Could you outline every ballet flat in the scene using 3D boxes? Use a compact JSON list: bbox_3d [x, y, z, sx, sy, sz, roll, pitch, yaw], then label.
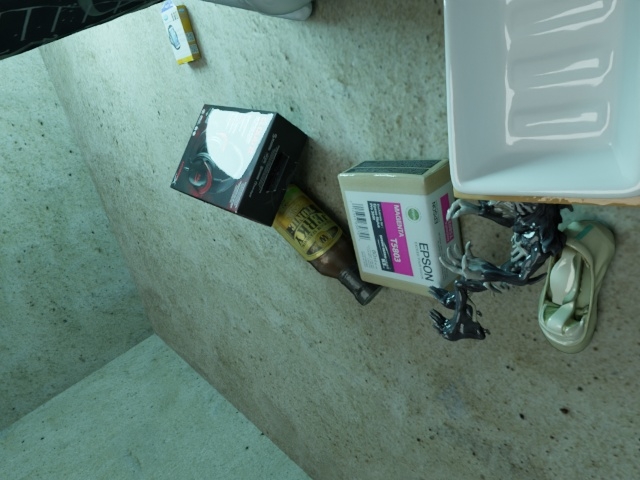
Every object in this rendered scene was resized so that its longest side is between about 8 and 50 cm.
[{"bbox_3d":[0.359,0.087,0.613,0.086,0.086,0.249,19,130,40],"label":"ballet flat"}]

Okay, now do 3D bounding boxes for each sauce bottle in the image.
[{"bbox_3d":[0.000,0.000,0.941,0.344,0.111,0.111,43,142,16],"label":"sauce bottle"}]

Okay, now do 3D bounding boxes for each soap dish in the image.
[{"bbox_3d":[0.256,-0.189,0.457,0.228,0.118,0.291,9,112,46],"label":"soap dish"}]

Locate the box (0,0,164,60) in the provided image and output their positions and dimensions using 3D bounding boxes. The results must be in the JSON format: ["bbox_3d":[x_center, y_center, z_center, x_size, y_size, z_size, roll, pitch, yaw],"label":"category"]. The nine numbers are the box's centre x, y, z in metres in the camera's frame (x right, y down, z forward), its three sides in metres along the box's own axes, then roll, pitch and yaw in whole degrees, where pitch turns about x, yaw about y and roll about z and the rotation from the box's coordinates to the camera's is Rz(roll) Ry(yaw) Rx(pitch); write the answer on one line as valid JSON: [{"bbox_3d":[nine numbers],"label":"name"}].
[{"bbox_3d":[-0.194,-0.358,0.214,0.479,0.472,0.297,-13,118,54],"label":"box"}]

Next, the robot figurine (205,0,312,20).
[{"bbox_3d":[-0.119,-0.468,0.640,0.353,0.200,0.300,30,176,32],"label":"robot figurine"}]

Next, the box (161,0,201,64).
[{"bbox_3d":[-0.342,-0.507,1.019,0.081,0.028,0.136,12,123,44],"label":"box"}]

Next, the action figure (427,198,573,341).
[{"bbox_3d":[0.233,0.016,0.577,0.140,0.164,0.276,27,126,6],"label":"action figure"}]

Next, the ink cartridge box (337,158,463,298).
[{"bbox_3d":[0.149,-0.024,0.766,0.193,0.088,0.235,10,123,47],"label":"ink cartridge box"}]

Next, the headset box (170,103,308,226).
[{"bbox_3d":[-0.176,-0.169,0.919,0.293,0.110,0.218,21,88,39],"label":"headset box"}]
